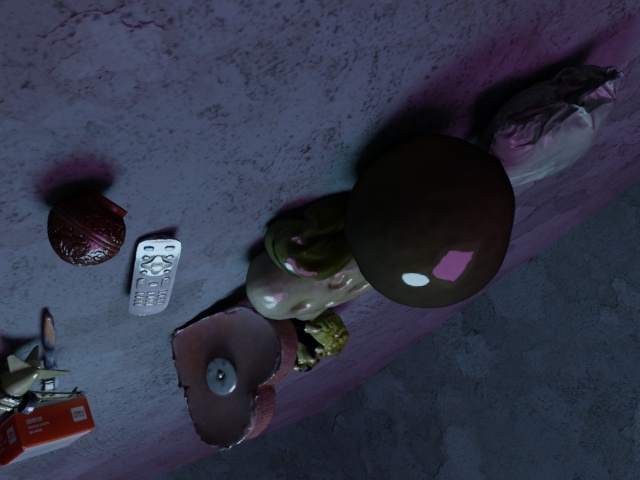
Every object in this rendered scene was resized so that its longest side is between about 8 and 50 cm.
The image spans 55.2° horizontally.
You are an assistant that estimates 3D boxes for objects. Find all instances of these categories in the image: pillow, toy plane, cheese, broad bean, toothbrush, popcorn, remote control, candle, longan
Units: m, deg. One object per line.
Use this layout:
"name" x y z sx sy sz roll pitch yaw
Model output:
"pillow" 0.420 -0.201 1.197 0.283 0.138 0.310 -25 162 -5
"toy plane" -0.587 0.278 1.126 0.256 0.104 0.242 -38 138 19
"cheese" 0.029 0.050 1.306 0.328 0.130 0.351 -30 161 12
"broad bean" -0.001 -0.001 1.170 0.206 0.153 0.072 -13 -160 -25
"toothbrush" -0.519 0.223 1.176 0.037 0.028 0.375 -7 152 -28
"popcorn" -0.017 0.287 1.793 0.195 0.174 0.168 -34 -178 -9
"remote control" -0.293 0.063 1.069 0.073 0.044 0.229 0 140 -22
"candle" -0.208 0.289 1.396 0.131 0.287 0.317 16 95 -68
"longan" 0.191 -0.033 1.090 0.318 0.319 0.319 -24 159 -10

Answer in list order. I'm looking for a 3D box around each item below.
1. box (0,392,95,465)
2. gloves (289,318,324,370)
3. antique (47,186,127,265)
"box" -0.642 0.434 1.416 0.133 0.099 0.182 -39 158 33
"gloves" -0.128 0.266 1.570 0.300 0.153 0.197 -9 173 24
"antique" -0.305 -0.014 0.796 0.104 0.104 0.104 -24 159 -10
